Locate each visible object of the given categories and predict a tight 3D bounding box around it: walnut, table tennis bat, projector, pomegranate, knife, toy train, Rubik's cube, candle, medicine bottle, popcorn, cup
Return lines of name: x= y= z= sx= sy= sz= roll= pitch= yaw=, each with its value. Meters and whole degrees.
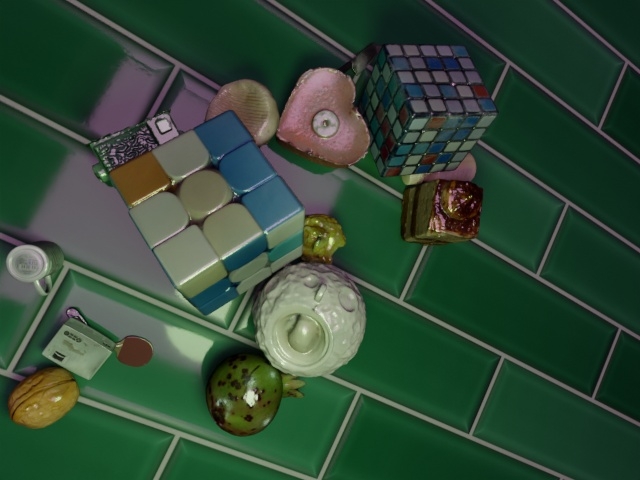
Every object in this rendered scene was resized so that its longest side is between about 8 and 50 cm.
walnut: x=-0.741 y=0.420 z=1.211 sx=0.180 sy=0.144 sz=0.144 roll=-41 pitch=103 yaw=-7
table tennis bat: x=-0.571 y=0.318 z=1.326 sx=0.156 sy=0.013 sz=0.087 roll=22 pitch=87 yaw=-19
projector: x=-0.667 y=0.299 z=1.259 sx=0.147 sy=0.061 sz=0.115 roll=38 pitch=96 yaw=-16
pomegranate: x=-0.184 y=0.434 z=1.342 sx=0.306 sy=0.242 sz=0.242 roll=-20 pitch=97 yaw=-25
knife: x=0.126 y=-0.594 z=1.520 sx=0.230 sy=0.028 sz=0.060 roll=-43 pitch=115 yaw=-15
toy train: x=-0.489 y=-0.238 z=1.244 sx=0.272 sy=0.188 sz=0.159 roll=-29 pitch=101 yaw=-17
Rubik's cube: x=-0.270 y=-0.057 z=1.185 sx=0.347 sy=0.346 sz=0.344 roll=-34 pitch=75 yaw=-13
candle: x=-0.004 y=-0.361 z=1.433 sx=0.287 sy=0.131 sz=0.317 roll=-24 pitch=90 yaw=-8
knife: x=-0.677 y=0.240 z=1.286 sx=0.031 sy=0.018 sz=0.121 roll=-36 pitch=102 yaw=-21
medicine bottle: x=0.405 y=-0.241 z=1.567 sx=0.252 sy=0.114 sz=0.114 roll=-10 pitch=95 yaw=-18
Rubik's cube: x=0.311 y=-0.397 z=1.396 sx=0.293 sy=0.287 sz=0.291 roll=-9 pitch=65 yaw=-18
popcorn: x=-0.005 y=0.001 z=1.440 sx=0.174 sy=0.142 sz=0.173 roll=4 pitch=83 yaw=-42
cup: x=-0.740 y=0.067 z=1.201 sx=0.099 sy=0.133 sz=0.136 roll=-41 pitch=102 yaw=-9

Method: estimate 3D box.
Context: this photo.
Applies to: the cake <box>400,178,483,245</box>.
cake: x=0.409 y=-0.087 z=1.482 sx=0.196 sy=0.293 sz=0.198 roll=9 pitch=84 yaw=-17

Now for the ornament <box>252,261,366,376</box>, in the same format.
ornament: x=-0.028 y=0.225 z=1.338 sx=0.337 sy=0.337 sz=0.337 roll=0 pitch=92 yaw=-18

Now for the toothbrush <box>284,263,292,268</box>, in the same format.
toothbrush: x=-0.197 y=0.019 z=1.432 sx=0.276 sy=0.019 sz=0.025 roll=35 pitch=76 yaw=-16

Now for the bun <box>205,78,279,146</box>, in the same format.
bun: x=-0.222 y=-0.363 z=1.348 sx=0.231 sy=0.133 sz=0.231 roll=-3 pitch=77 yaw=12
